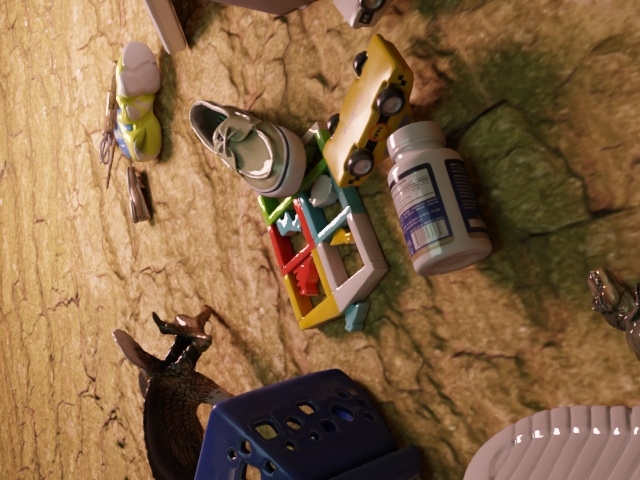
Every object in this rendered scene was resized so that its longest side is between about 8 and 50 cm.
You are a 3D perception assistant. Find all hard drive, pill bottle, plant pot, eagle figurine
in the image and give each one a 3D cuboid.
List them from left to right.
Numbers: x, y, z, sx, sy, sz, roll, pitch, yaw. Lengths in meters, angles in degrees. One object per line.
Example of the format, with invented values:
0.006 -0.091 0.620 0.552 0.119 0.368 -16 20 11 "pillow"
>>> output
-0.329 -0.527 1.366 0.353 0.047 0.233 77 171 -64 "hard drive"
-0.236 0.281 1.323 0.225 0.226 0.298 19 101 29 "eagle figurine"
-0.013 0.333 1.012 0.212 0.236 0.236 31 116 40 "plant pot"
0.134 -0.051 0.922 0.094 0.094 0.169 -34 64 46 "pill bottle"

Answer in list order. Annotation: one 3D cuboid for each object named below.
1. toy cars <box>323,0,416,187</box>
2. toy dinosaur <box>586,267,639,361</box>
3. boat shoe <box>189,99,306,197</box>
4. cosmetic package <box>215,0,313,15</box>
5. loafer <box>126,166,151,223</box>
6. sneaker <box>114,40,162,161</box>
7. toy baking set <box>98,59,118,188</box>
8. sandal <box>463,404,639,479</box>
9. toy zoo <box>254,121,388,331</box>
0.084 -0.261 0.993 0.176 0.087 0.394 2 88 63 "toy cars"
0.321 0.089 0.675 0.118 0.064 0.268 -60 19 26 "toy dinosaur"
-0.122 -0.145 1.207 0.302 0.094 0.109 37 111 54 "boat shoe"
-0.116 -0.403 1.120 0.127 0.238 0.107 -2 91 49 "cosmetic package"
-0.378 -0.096 1.618 0.045 0.039 0.125 100 160 -72 "loafer"
-0.386 -0.275 1.576 0.126 0.091 0.240 -2 89 52 "sneaker"
-0.448 -0.248 1.642 0.197 0.030 0.256 -114 32 -69 "toy baking set"
0.298 0.232 0.706 0.102 0.169 0.416 48 140 -14 "sandal"
0.000 0.000 1.142 0.192 0.030 0.293 -43 58 43 "toy zoo"
